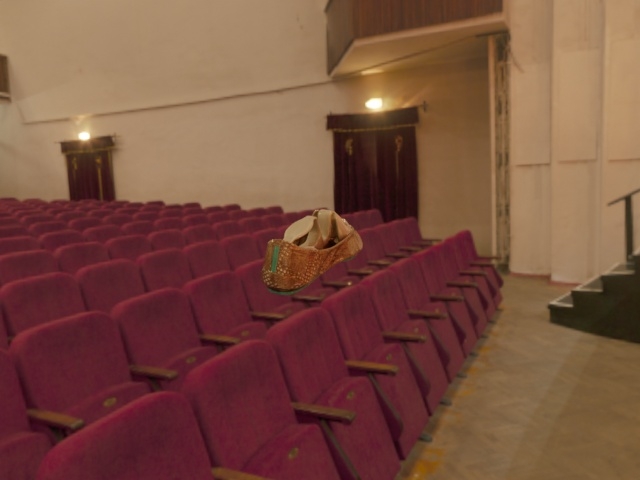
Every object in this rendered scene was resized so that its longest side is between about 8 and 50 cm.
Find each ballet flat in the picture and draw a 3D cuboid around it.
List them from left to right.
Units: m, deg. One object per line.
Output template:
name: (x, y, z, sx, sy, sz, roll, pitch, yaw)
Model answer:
ballet flat: (0.000, 0.000, 0.627, 0.073, 0.067, 0.206, 9, 19, 21)
